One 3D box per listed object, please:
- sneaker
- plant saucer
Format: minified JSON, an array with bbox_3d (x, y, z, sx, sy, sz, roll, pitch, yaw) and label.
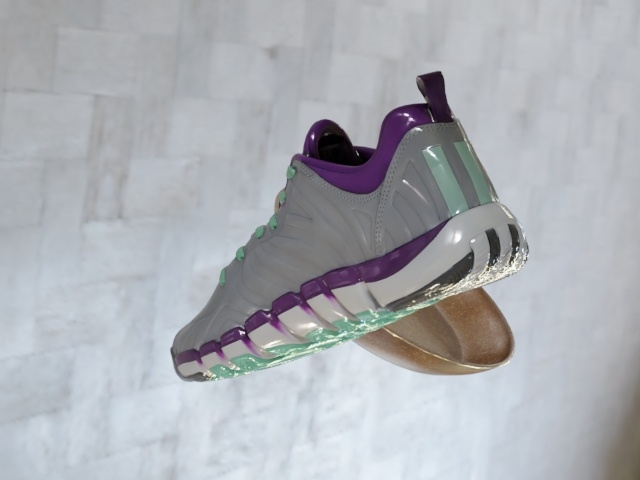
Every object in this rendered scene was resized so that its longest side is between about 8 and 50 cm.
[{"bbox_3d":[0.000,0.000,0.687,0.083,0.224,0.098,-11,79,-47],"label":"sneaker"},{"bbox_3d":[0.045,0.034,1.002,0.036,0.198,0.199,-56,156,21],"label":"plant saucer"}]
